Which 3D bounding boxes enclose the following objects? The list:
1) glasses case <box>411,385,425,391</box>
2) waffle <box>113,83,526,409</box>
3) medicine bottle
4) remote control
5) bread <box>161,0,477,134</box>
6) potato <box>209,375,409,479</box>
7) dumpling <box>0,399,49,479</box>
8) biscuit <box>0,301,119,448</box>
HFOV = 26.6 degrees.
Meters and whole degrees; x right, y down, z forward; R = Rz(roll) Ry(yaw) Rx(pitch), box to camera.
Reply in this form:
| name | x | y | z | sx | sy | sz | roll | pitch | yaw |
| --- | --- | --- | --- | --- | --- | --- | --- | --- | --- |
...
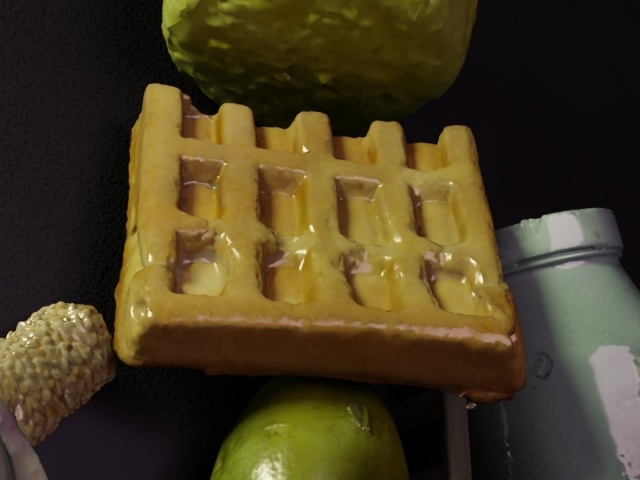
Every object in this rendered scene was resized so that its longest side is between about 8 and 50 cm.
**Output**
| name | x | y | z | sx | sy | sz | roll | pitch | yaw |
| --- | --- | --- | --- | --- | --- | --- | --- | --- | --- |
| glasses case | 0.135 | 0.087 | 1.450 | 0.190 | 0.042 | 0.072 | -38 | 102 | -51 |
| waffle | -0.001 | 0.000 | 1.181 | 0.348 | 0.077 | 0.304 | 6 | 43 | -11 |
| medicine bottle | 0.231 | 0.133 | 1.331 | 0.245 | 0.245 | 0.290 | -4 | 76 | -48 |
| remote control | 0.085 | 0.275 | 1.203 | 0.038 | 0.123 | 0.285 | 27 | 49 | -34 |
| bread | -0.004 | -0.294 | 1.348 | 0.348 | 0.348 | 0.308 | 28 | 58 | -32 |
| potato | -0.004 | 0.215 | 1.128 | 0.186 | 0.148 | 0.253 | 32 | 46 | -25 |
| dumpling | -0.256 | 0.186 | 0.916 | 0.149 | 0.105 | 0.217 | 47 | 51 | -65 |
| biscuit | -0.223 | 0.108 | 1.033 | 0.082 | 0.070 | 0.168 | 60 | 34 | -8 |
